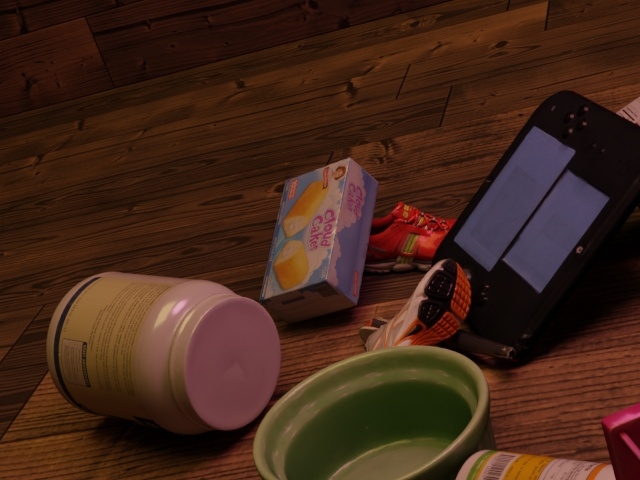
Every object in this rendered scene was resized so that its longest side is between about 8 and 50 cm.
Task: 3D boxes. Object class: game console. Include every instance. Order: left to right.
[{"bbox_3d":[0.334,-0.036,1.848,0.387,0.060,0.342,-56,22,9],"label":"game console"}]

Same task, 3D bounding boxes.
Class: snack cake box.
[{"bbox_3d":[0.000,0.000,2.083,0.152,0.089,0.264,-20,45,36],"label":"snack cake box"}]

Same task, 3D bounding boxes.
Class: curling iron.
[{"bbox_3d":[0.207,0.135,1.815,0.274,0.035,0.068,26,95,64],"label":"curling iron"}]

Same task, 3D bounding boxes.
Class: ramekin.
[{"bbox_3d":[0.081,0.276,1.508,0.303,0.148,0.303,-16,24,7],"label":"ramekin"}]

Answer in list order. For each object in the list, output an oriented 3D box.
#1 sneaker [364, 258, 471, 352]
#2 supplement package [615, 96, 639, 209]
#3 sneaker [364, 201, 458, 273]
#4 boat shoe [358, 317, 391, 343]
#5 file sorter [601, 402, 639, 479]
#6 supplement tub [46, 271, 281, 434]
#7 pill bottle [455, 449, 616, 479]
[{"bbox_3d":[0.124,0.133,1.787,0.121,0.099,0.262,-4,46,50],"label":"sneaker"},{"bbox_3d":[0.570,-0.134,1.889,0.203,0.194,0.149,-34,23,10],"label":"supplement package"},{"bbox_3d":[0.169,-0.014,2.098,0.278,0.118,0.107,-9,27,25],"label":"sneaker"},{"bbox_3d":[0.117,0.146,1.888,0.043,0.049,0.137,-32,22,-31],"label":"boat shoe"},{"bbox_3d":[0.407,0.280,1.076,0.202,0.291,0.182,-22,26,-4],"label":"file sorter"},{"bbox_3d":[-0.245,0.173,1.875,0.324,0.236,0.235,3,33,42],"label":"supplement tub"},{"bbox_3d":[0.275,0.307,1.306,0.245,0.136,0.136,0,31,38],"label":"pill bottle"}]
